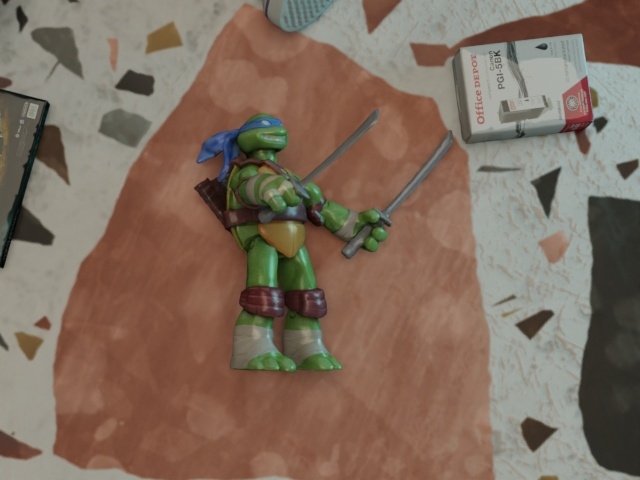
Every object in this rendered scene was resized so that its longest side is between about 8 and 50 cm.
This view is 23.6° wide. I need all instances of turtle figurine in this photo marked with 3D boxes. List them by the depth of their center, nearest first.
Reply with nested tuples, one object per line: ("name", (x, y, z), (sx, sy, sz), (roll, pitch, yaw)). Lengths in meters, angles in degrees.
("turtle figurine", (0.000, 0.000, 1.556), (0.274, 0.198, 0.266), (1, 88, 2))

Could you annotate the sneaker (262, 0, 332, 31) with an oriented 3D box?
("sneaker", (-0.026, -0.375, 1.658), (0.161, 0.102, 0.282), (26, 96, 29))

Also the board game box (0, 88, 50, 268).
("board game box", (-0.375, -0.076, 1.638), (0.126, 0.026, 0.186), (15, 84, 0))

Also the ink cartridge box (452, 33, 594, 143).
("ink cartridge box", (0.217, -0.163, 1.647), (0.135, 0.056, 0.099), (-7, 85, -3))
